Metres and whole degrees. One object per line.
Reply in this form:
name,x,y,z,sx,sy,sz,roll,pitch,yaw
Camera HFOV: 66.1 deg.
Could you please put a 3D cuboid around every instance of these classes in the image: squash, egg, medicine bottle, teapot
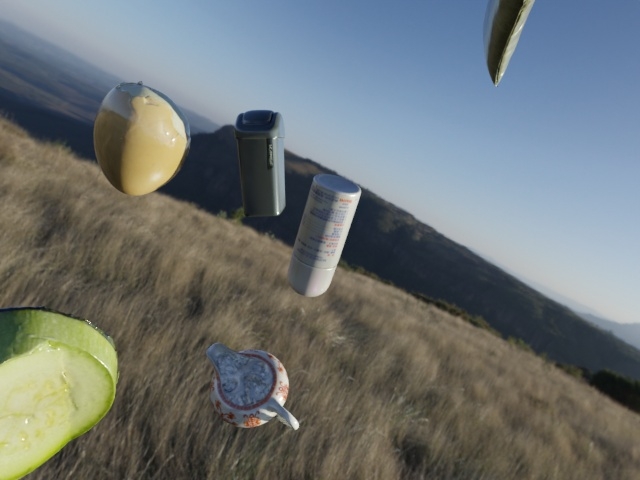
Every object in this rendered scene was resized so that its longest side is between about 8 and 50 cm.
squash,-0.354,0.190,0.599,0.220,0.220,0.133,21,19,-38
egg,-0.393,-0.218,1.081,0.201,0.244,0.201,21,10,-4
medicine bottle,0.000,0.000,1.330,0.131,0.340,0.130,14,25,-6
teapot,-0.136,0.308,1.008,0.246,0.116,0.159,23,44,27

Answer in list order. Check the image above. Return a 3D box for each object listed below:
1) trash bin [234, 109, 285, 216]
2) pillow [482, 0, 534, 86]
trash bin,-0.134,-0.181,1.141,0.101,0.236,0.176,-2,11,0
pillow,0.379,-0.478,0.982,0.075,0.184,0.302,4,-23,7
